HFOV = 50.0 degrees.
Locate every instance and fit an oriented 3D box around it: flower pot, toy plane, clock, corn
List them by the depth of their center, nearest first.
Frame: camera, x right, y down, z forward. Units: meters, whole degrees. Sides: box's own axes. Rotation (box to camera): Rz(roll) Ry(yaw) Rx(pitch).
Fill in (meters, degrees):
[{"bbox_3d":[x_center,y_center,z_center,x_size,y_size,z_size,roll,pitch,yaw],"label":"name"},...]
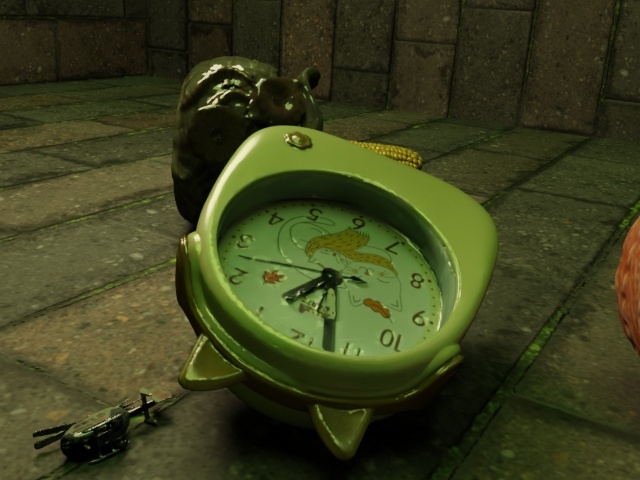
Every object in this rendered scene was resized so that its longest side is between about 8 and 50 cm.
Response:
[{"bbox_3d":[-0.177,0.154,0.582,0.120,0.031,0.049,-19,20,-42],"label":"toy plane"},{"bbox_3d":[0.006,0.044,0.656,0.286,0.117,0.348,24,44,5],"label":"clock"},{"bbox_3d":[-0.113,-0.140,1.071,0.213,0.302,0.302,4,19,-5],"label":"flower pot"},{"bbox_3d":[0.067,-0.156,1.413,0.305,0.106,0.106,-2,20,-18],"label":"corn"}]

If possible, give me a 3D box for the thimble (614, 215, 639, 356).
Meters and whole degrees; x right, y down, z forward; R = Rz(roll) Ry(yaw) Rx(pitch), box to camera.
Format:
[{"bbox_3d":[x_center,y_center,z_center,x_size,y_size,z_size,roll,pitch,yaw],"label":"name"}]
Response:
[{"bbox_3d":[0.404,0.057,0.638,0.239,0.239,0.162,5,15,4],"label":"thimble"}]
